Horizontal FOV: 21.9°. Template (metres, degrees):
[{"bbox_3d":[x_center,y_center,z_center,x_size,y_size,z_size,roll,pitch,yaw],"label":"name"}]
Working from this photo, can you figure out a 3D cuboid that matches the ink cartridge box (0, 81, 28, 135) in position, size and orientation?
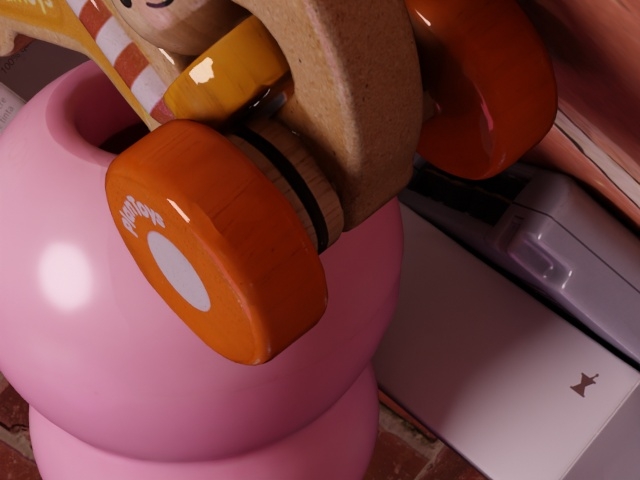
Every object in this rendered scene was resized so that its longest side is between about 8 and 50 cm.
[{"bbox_3d":[-0.260,-0.082,0.984,0.239,0.060,0.275,39,165,-28],"label":"ink cartridge box"}]

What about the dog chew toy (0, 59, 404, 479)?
[{"bbox_3d":[-0.058,0.070,0.827,0.206,0.206,0.332,38,143,42],"label":"dog chew toy"}]

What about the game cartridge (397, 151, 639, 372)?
[{"bbox_3d":[0.148,0.027,0.928,0.198,0.062,0.297,35,180,-15],"label":"game cartridge"}]

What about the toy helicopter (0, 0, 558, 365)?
[{"bbox_3d":[-0.089,-0.112,0.621,0.355,0.140,0.235,19,143,56],"label":"toy helicopter"}]

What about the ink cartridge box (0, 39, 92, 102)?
[{"bbox_3d":[-0.193,-0.164,1.096,0.233,0.171,0.168,41,176,-28],"label":"ink cartridge box"}]

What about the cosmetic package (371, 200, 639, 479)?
[{"bbox_3d":[0.089,0.074,1.016,0.377,0.097,0.284,38,176,43],"label":"cosmetic package"}]
